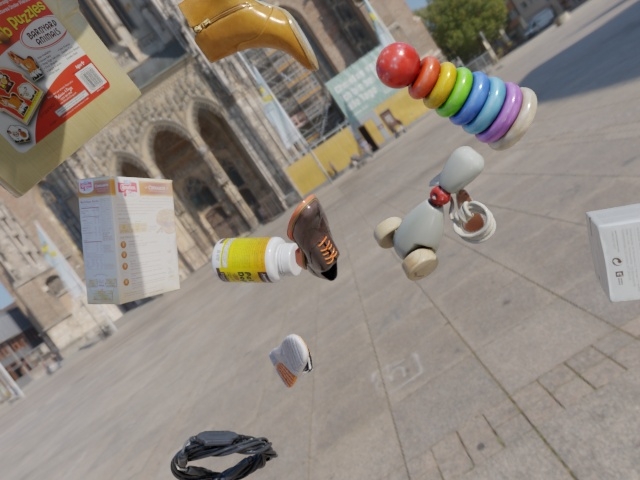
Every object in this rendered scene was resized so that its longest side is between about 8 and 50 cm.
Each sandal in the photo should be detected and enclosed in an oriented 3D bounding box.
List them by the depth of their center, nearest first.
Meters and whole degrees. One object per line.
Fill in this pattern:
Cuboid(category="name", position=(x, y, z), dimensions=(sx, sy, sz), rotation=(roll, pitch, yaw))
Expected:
Cuboid(category="sandal", position=(-0.052, 0.278, 1.223), dimensions=(0.076, 0.102, 0.265), rotation=(-24, -16, -27))

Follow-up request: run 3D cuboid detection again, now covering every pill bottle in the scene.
Cuboid(category="pill bottle", position=(-0.159, 0.050, 1.309), dimensions=(0.215, 0.117, 0.117), rotation=(-2, 19, 21))

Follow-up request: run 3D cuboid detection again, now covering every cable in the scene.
Cuboid(category="cable", position=(-0.165, 0.391, 0.903), dimensions=(0.047, 0.185, 0.150), rotation=(-113, 37, -50))

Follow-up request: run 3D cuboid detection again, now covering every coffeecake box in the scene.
Cuboid(category="coffeecake box", position=(-0.295, -0.004, 0.805), dimensions=(0.068, 0.185, 0.142), rotation=(-2, 3, 21))

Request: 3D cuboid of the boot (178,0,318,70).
Cuboid(category="boot", position=(-0.162, -0.459, 1.163), dimensions=(0.211, 0.295, 0.104), rotation=(-33, 16, 15))

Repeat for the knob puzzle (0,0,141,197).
Cuboid(category="knob puzzle", position=(-0.256, -0.152, 0.397), dimensions=(0.030, 0.213, 0.213), rotation=(-16, 14, 32))

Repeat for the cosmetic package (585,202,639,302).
Cuboid(category="cosmetic package", position=(0.616, 0.016, 0.992), dimensions=(0.152, 0.151, 0.184), rotation=(-10, 7, 22))

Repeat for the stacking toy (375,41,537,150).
Cuboid(category="stacking toy", position=(0.268, -0.310, 1.050), dimensions=(0.141, 0.330, 0.141), rotation=(-158, 90, -77))

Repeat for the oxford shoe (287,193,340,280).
Cuboid(category="oxford shoe", position=(0.000, 0.000, 1.076), dimensions=(0.097, 0.098, 0.271), rotation=(-46, -22, -16))

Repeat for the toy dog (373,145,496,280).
Cuboid(category="toy dog", position=(0.277, -0.051, 1.170), dimensions=(0.161, 0.220, 0.334), rotation=(-2, -23, -40))
